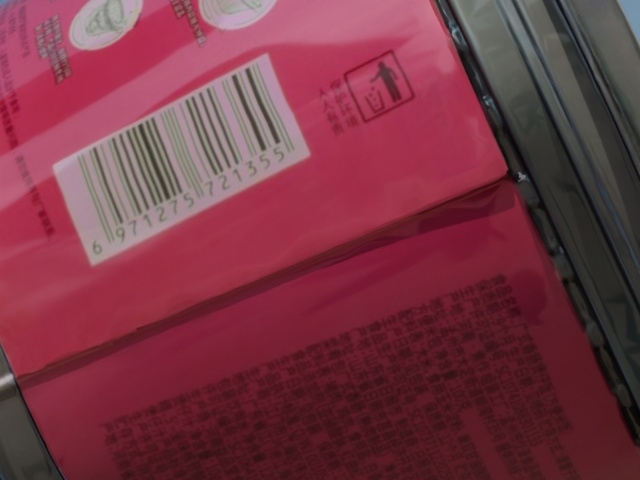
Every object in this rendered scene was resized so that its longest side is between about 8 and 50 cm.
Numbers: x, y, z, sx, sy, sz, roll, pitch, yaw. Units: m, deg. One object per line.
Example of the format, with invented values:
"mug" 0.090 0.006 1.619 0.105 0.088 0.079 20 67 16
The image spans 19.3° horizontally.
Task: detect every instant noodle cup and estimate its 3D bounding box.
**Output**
"instant noodle cup" 0.000 0.000 0.511 0.182 0.302 0.258 -24 -72 6
